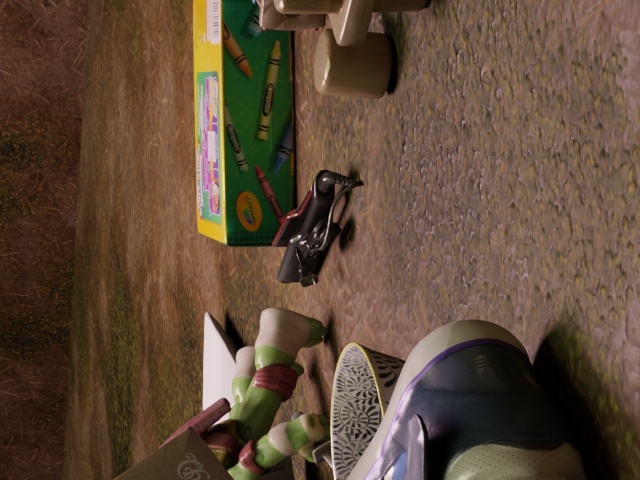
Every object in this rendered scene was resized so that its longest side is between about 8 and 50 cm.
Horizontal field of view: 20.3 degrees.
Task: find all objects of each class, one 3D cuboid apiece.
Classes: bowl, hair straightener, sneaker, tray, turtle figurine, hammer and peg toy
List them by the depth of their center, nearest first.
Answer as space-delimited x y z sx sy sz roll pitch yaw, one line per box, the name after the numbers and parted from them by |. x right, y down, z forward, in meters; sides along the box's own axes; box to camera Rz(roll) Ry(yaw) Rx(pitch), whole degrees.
0.094 0.239 1.211 0.236 0.130 0.322 -104 23 -52 | sneaker
0.067 0.164 1.412 0.170 0.080 0.170 178 90 -76 | bowl
0.010 -0.299 1.469 0.361 0.127 0.266 105 158 -50 | hammer and peg toy
0.000 0.000 1.749 0.230 0.047 0.089 129 137 -63 | hair straightener
-0.029 0.221 1.764 0.198 0.275 0.266 67 -151 -50 | turtle figurine
-0.107 0.198 2.209 0.270 0.030 0.145 -129 38 -67 | tray

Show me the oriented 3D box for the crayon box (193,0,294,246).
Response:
-0.086 -0.137 1.970 0.165 0.081 0.278 -161 69 -75 | crayon box

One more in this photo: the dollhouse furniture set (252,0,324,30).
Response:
-0.094 -0.291 1.769 0.129 0.184 0.129 -114 25 -55 | dollhouse furniture set

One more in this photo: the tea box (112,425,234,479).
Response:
-0.087 0.379 1.431 0.329 0.220 0.323 50 162 21 | tea box

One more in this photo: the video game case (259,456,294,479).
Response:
-0.093 0.305 1.847 0.022 0.190 0.173 -8 91 44 | video game case
